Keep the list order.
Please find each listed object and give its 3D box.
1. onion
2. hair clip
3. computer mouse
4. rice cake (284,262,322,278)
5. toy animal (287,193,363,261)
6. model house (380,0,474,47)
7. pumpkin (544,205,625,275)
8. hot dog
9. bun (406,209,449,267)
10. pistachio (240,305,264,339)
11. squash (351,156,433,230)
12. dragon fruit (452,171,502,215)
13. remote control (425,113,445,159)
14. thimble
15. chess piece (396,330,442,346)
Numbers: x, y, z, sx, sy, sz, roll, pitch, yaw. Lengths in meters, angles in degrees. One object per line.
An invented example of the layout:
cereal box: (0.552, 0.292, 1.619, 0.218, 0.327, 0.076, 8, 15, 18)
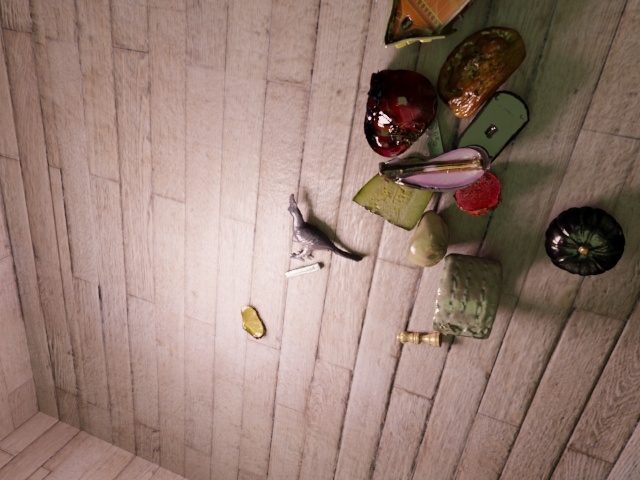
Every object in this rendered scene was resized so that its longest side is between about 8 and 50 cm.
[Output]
onion: (0.240, -0.393, 1.472, 0.280, 0.221, 0.281, 22, 118, 48)
hair clip: (0.355, -0.220, 1.500, 0.358, 0.095, 0.110, -1, 69, 20)
computer mouse: (0.522, -0.332, 1.451, 0.137, 0.086, 0.270, 40, 123, 8)
rice cake: (-0.071, 0.122, 1.912, 0.170, 0.029, 0.033, -16, 101, 27)
toy animal: (-0.033, 0.010, 1.821, 0.367, 0.081, 0.206, 42, 122, -4)
model house: (0.280, -0.713, 1.296, 0.340, 0.300, 0.323, 49, 129, -2)
pumpkin: (0.803, 0.004, 1.438, 0.220, 0.162, 0.221, 10, 114, 24)
hot dog: (0.465, -0.496, 1.377, 0.272, 0.122, 0.196, -46, 52, 33)
bun: (0.376, -0.003, 1.600, 0.127, 0.178, 0.193, 22, 103, 13)
pistachio: (-0.309, 0.362, 2.096, 0.089, 0.049, 0.173, -23, 100, 3)
squash: (0.264, -0.179, 1.586, 0.236, 0.204, 0.155, 32, 140, 18)
dragon fruit: (0.521, -0.135, 1.537, 0.152, 0.153, 0.111, -16, 145, 27)
remote control: (0.372, -0.343, 1.545, 0.049, 0.027, 0.184, -8, 103, 28)
thimble: (0.487, 0.192, 1.565, 0.195, 0.291, 0.292, 8, 114, 18)
chess piece: (0.381, 0.379, 1.825, 0.171, 0.060, 0.060, -1, 111, 25)
